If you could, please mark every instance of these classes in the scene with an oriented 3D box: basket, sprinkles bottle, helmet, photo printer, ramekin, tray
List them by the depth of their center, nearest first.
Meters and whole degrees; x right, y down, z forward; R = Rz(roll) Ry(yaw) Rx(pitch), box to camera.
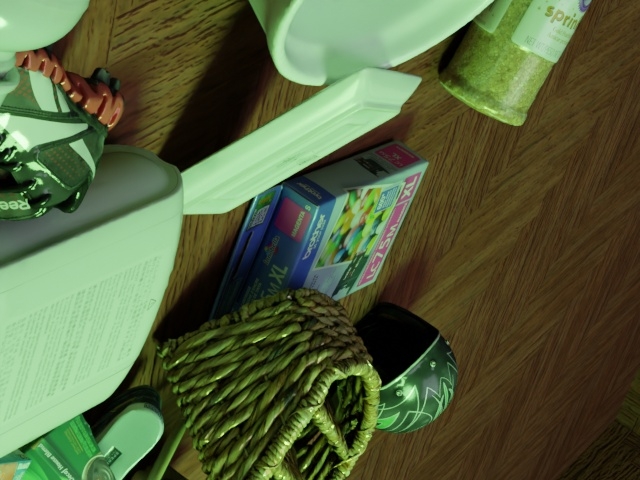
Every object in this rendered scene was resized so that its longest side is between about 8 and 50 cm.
[{"bbox_3d":[-0.243,0.056,1.531,0.307,0.107,0.256,-28,145,-53],"label":"photo printer"},{"bbox_3d":[0.049,-0.271,1.551,0.277,0.135,0.277,-27,160,-11],"label":"ramekin"},{"bbox_3d":[-0.034,-0.087,1.701,0.270,0.030,0.145,-29,170,23],"label":"tray"},{"bbox_3d":[-0.025,0.209,1.972,0.213,0.223,0.299,-23,158,-1],"label":"basket"},{"bbox_3d":[0.274,-0.315,2.116,0.355,0.121,0.121,-61,159,13],"label":"sprinkles bottle"},{"bbox_3d":[0.105,0.181,2.406,0.169,0.161,0.169,-46,157,-26],"label":"helmet"}]

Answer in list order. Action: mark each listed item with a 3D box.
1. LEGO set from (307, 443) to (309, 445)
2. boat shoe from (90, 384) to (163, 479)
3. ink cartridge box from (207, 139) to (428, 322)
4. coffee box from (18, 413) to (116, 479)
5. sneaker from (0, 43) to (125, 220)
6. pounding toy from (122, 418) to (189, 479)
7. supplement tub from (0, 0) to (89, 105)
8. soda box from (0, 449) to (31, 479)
[{"bbox_3d":[-0.020,0.274,2.364,0.087,0.093,0.227,-62,159,16],"label":"LEGO set"},{"bbox_3d":[-0.233,0.230,1.872,0.183,0.065,0.083,-41,-167,9],"label":"boat shoe"},{"bbox_3d":[0.000,0.000,2.058,0.311,0.065,0.186,-20,140,-54],"label":"ink cartridge box"},{"bbox_3d":[-0.287,0.261,1.750,0.184,0.040,0.113,-40,116,-36],"label":"coffee box"},{"bbox_3d":[-0.235,-0.086,1.321,0.276,0.097,0.135,28,74,-70],"label":"sneaker"},{"bbox_3d":[-0.141,0.302,1.975,0.155,0.154,0.269,-52,176,2],"label":"pounding toy"},{"bbox_3d":[-0.201,-0.254,0.985,0.331,0.241,0.241,-61,159,11],"label":"supplement tub"},{"bbox_3d":[-0.340,0.210,1.604,0.058,0.063,0.183,-60,159,9],"label":"soda box"}]
